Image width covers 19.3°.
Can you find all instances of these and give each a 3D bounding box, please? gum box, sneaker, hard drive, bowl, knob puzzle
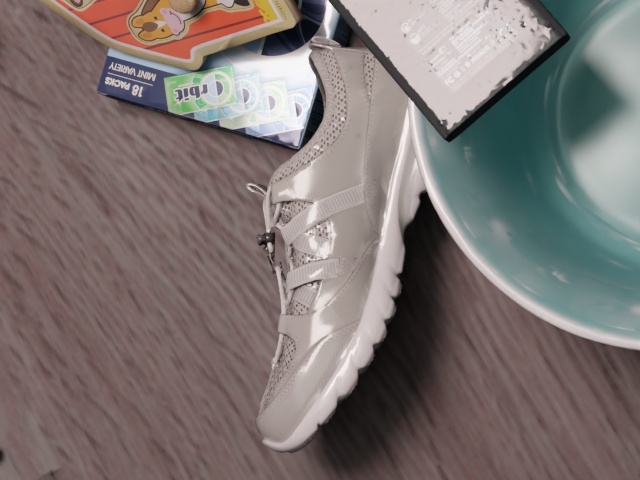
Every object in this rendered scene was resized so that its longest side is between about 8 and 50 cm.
[{"bbox_3d":[-0.054,-0.168,1.301,0.157,0.041,0.184,16,90,17],"label":"gum box"},{"bbox_3d":[0.000,0.000,1.236,0.115,0.105,0.281,18,79,-2],"label":"sneaker"},{"bbox_3d":[0.068,-0.139,1.108,0.094,0.022,0.135,-41,77,9],"label":"hard drive"},{"bbox_3d":[0.221,-0.087,1.158,0.311,0.163,0.311,-1,87,16],"label":"bowl"},{"bbox_3d":[-0.131,-0.188,1.231,0.213,0.030,0.213,17,135,18],"label":"knob puzzle"}]
